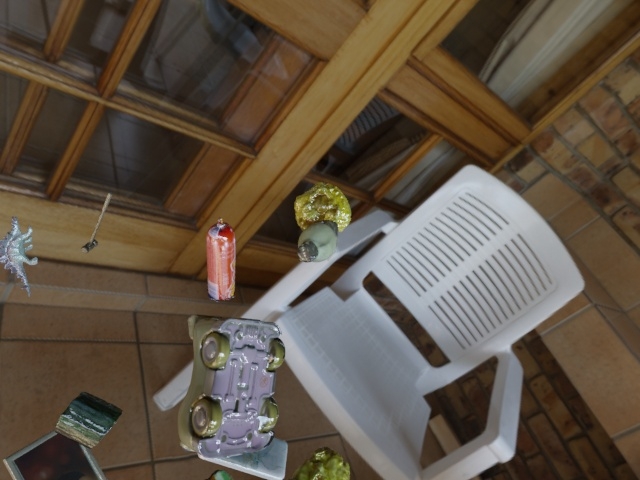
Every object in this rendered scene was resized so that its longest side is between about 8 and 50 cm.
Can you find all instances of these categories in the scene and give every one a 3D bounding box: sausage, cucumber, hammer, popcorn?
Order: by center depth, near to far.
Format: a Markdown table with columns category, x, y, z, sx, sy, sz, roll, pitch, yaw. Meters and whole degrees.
| category | x | y | z | sx | sy | sz | roll | pitch | yaw |
| --- | --- | --- | --- | --- | --- | --- | --- | --- | --- |
| sausage | -0.144 | 0.024 | 0.657 | 0.048 | 0.145 | 0.050 | 16 | 39 | 9 |
| cucumber | -0.559 | 0.438 | 1.081 | 0.115 | 0.116 | 0.062 | 33 | 2 | -8 |
| hammer | -0.727 | -0.060 | 1.490 | 0.029 | 0.292 | 0.058 | 36 | 36 | -8 |
| popcorn | 0.001 | -0.101 | 1.507 | 0.197 | 0.197 | 0.156 | 58 | 21 | 22 |
| popcorn | -0.003 | 0.965 | 1.768 | 0.286 | 0.173 | 0.225 | -32 | 51 | -33 |

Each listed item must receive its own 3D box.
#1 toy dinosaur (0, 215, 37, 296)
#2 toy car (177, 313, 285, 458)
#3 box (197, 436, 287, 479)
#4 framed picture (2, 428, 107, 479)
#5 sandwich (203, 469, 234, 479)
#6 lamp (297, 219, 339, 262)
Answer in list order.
| category | x | y | z | sx | sy | sz | roll | pitch | yaw |
| --- | --- | --- | --- | --- | --- | --- | --- | --- | --- |
| toy dinosaur | -0.754 | 0.042 | 1.129 | 0.082 | 0.208 | 0.039 | -14 | 21 | -35 |
| toy car | -0.253 | 0.372 | 1.205 | 0.242 | 0.226 | 0.335 | 17 | 76 | -45 |
| box | -0.244 | 0.669 | 1.455 | 0.285 | 0.044 | 0.142 | 23 | 29 | -11 |
| framed picture | -0.756 | 0.707 | 1.333 | 0.289 | 0.020 | 0.211 | 58 | 26 | 4 |
| sandwich | -0.244 | 0.493 | 0.710 | 0.292 | 0.212 | 0.109 | -26 | 67 | -36 |
| lamp | 0.000 | 0.000 | 1.186 | 0.101 | 0.101 | 0.250 | 46 | 23 | 2 |
